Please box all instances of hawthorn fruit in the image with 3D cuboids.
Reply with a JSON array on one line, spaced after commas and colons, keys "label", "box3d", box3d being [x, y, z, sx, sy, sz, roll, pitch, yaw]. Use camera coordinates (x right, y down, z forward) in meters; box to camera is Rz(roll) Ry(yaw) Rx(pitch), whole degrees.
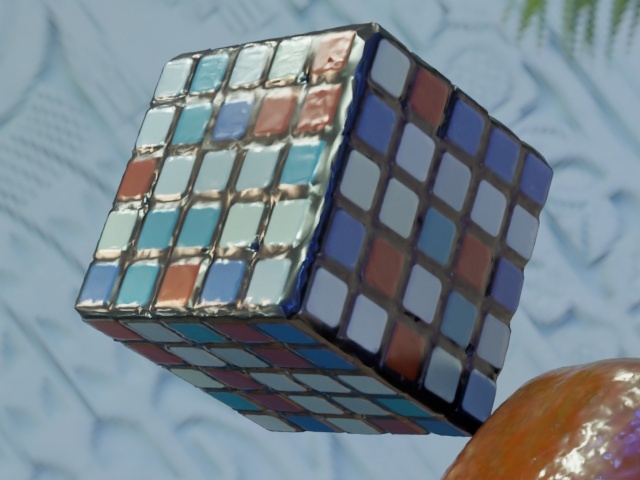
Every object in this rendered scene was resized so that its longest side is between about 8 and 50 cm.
[{"label": "hawthorn fruit", "box3d": [0.131, 0.178, 1.038, 0.251, 0.199, 0.199, -31, -4, -21]}]

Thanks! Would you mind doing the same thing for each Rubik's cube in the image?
[{"label": "Rubik's cube", "box3d": [0.000, 0.000, 1.117, 0.187, 0.184, 0.182, -5, 60, 46]}]
